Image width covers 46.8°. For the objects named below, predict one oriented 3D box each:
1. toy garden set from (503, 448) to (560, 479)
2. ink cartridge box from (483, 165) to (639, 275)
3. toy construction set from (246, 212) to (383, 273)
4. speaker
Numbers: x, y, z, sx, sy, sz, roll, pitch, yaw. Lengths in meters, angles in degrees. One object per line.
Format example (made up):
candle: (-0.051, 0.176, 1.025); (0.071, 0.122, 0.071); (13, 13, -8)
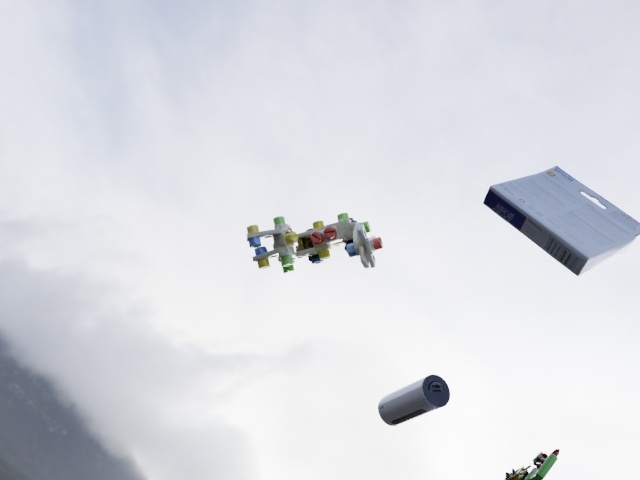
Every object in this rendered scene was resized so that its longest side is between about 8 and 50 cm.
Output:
toy garden set: (0.528, 0.621, 1.945); (0.049, 0.203, 0.244); (46, -54, 17)
ink cartridge box: (0.442, -0.042, 1.332); (0.223, 0.224, 0.045); (44, -47, 32)
toy construction set: (0.000, 0.000, 1.803); (0.327, 0.151, 0.215); (-1, -11, 17)
speaker: (0.151, 0.261, 1.205); (0.055, 0.055, 0.136); (48, -39, 0)
